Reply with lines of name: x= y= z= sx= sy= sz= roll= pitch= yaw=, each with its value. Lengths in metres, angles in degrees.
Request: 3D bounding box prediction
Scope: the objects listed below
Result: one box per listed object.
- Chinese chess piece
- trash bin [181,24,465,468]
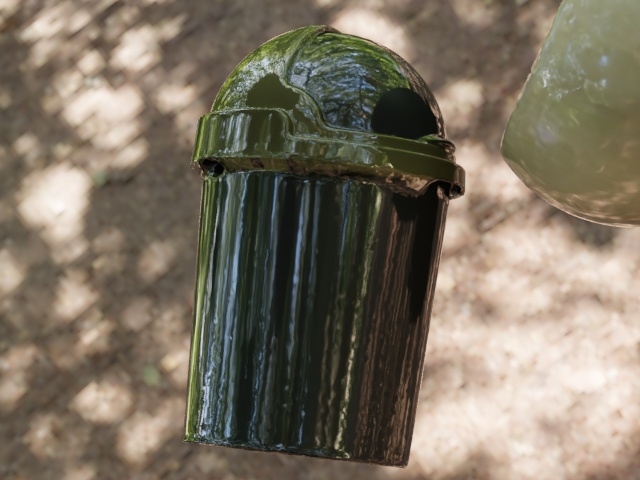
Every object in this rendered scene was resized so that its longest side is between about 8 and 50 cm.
Chinese chess piece: x=0.257 y=-0.170 z=1.326 sx=0.338 sy=0.140 sz=0.338 roll=-63 pitch=-6 yaw=-12
trash bin: x=0.000 y=0.000 z=1.400 sx=0.214 sy=0.214 sz=0.334 roll=-2 pitch=78 yaw=45
